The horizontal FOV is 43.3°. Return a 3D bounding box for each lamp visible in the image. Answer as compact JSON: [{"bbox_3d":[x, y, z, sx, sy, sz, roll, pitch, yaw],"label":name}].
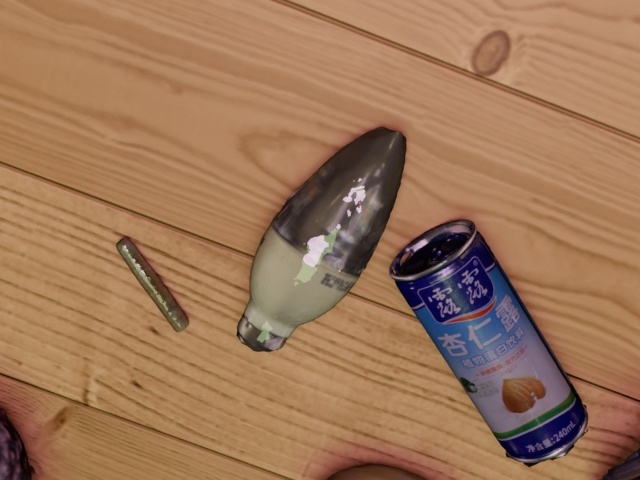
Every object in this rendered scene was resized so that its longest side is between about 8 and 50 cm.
[{"bbox_3d":[0.000,0.000,0.757,0.101,0.101,0.250,31,101,-7],"label":"lamp"}]

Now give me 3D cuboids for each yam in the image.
[{"bbox_3d":[-0.173,0.046,0.833,0.021,0.021,0.116,-27,108,16],"label":"yam"}]

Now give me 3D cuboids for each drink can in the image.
[{"bbox_3d":[0.165,0.100,0.778,0.097,0.097,0.235,-28,108,17],"label":"drink can"}]

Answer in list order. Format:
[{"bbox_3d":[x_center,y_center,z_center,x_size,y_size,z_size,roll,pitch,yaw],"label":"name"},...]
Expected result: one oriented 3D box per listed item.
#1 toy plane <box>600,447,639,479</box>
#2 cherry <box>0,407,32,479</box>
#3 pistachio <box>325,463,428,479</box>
[{"bbox_3d":[0.412,0.177,0.777,0.316,0.204,0.103,-33,67,3],"label":"toy plane"},{"bbox_3d":[-0.440,0.296,0.866,0.255,0.218,0.296,14,100,4],"label":"cherry"},{"bbox_3d":[0.064,0.304,0.860,0.185,0.124,0.124,4,113,7],"label":"pistachio"}]
